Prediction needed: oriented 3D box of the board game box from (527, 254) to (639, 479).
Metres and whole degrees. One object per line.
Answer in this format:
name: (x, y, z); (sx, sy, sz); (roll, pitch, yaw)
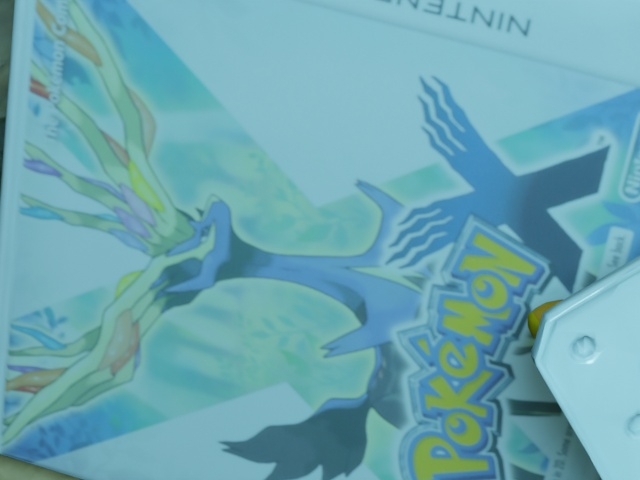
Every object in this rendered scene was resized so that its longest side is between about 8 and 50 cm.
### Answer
board game box: (0.338, 0.090, 0.842); (0.390, 0.050, 0.390); (-31, 108, 2)

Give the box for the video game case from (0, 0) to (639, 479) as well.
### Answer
video game case: (0.000, 0.000, 0.880); (0.300, 0.036, 0.329); (15, 122, 9)
